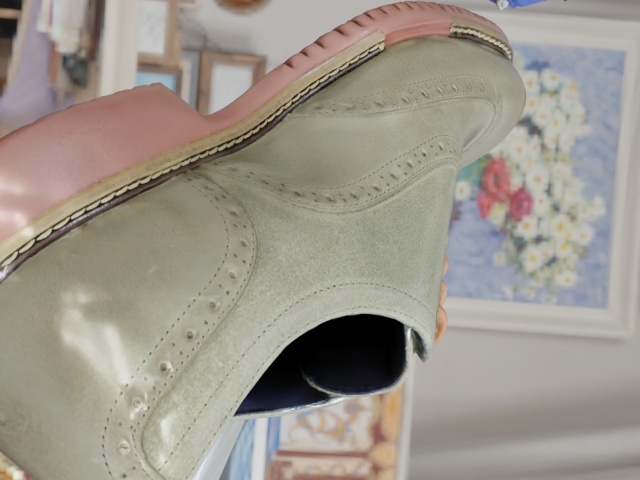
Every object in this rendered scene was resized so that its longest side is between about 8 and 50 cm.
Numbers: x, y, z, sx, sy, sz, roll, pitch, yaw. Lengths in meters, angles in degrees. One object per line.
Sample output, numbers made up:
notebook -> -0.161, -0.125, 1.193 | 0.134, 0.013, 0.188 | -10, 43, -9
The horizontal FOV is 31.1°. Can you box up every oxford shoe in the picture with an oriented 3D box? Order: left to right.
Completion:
oxford shoe -> 0.000, 0.000, 0.516 | 0.397, 0.146, 0.140 | -30, 166, -47

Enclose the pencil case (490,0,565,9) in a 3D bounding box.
pencil case -> 0.146, -0.317, 1.026 | 0.306, 0.119, 0.133 | 34, 70, -58

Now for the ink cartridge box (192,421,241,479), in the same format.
ink cartridge box -> -0.074, 0.055, 0.935 | 0.308, 0.091, 0.385 | -41, 153, -85
